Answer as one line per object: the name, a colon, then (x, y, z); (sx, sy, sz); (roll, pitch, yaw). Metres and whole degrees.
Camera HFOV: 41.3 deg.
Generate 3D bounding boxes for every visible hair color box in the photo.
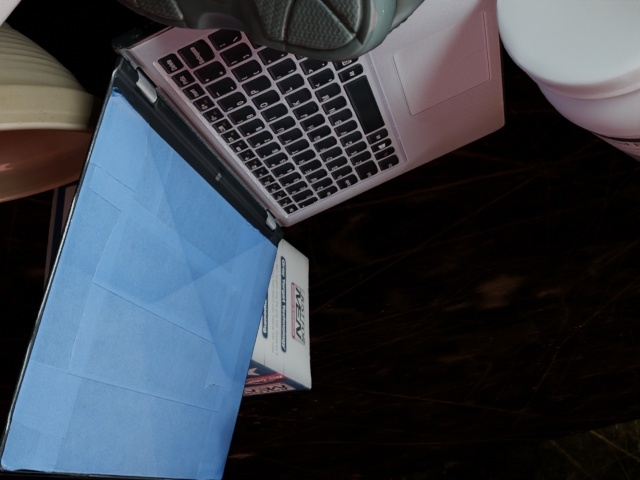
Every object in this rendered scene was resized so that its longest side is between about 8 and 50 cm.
hair color box: (-0.131, 0.045, 0.899); (0.105, 0.173, 0.347); (-12, 153, 23)

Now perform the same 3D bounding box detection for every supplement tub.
supplement tub: (0.280, -0.150, 0.640); (0.272, 0.191, 0.191); (18, 143, -41)

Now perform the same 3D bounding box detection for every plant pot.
plant pot: (-0.277, -0.096, 0.621); (0.238, 0.109, 0.237); (-14, 176, -1)

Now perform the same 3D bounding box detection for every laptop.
laptop: (0.000, 0.000, 0.672); (0.408, 0.236, 0.382); (-24, 160, 5)

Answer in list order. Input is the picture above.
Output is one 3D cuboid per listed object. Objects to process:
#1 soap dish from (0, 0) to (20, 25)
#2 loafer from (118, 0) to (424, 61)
soap dish: (-0.251, -0.228, 0.404); (0.291, 0.118, 0.229); (17, 144, -41)
loafer: (-0.053, -0.173, 0.494); (0.084, 0.268, 0.096); (-36, 142, -38)
